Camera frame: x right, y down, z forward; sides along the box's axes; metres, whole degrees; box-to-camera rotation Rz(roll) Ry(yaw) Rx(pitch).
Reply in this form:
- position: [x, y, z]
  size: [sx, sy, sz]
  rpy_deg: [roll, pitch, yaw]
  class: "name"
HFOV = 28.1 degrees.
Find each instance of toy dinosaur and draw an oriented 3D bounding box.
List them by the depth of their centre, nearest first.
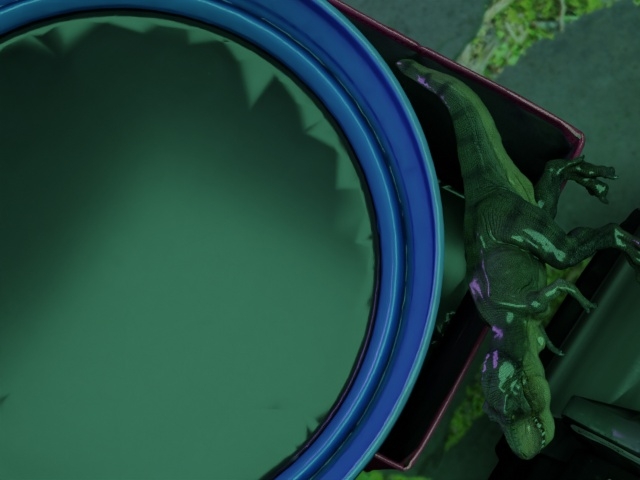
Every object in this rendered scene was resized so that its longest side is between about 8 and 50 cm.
- position: [0.129, -0.009, 0.762]
  size: [0.118, 0.064, 0.268]
  rpy_deg: [-5, 61, -11]
  class: "toy dinosaur"

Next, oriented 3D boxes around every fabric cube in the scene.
- position: [0.000, 0.000, 0.934]
  size: [0.259, 0.258, 0.254]
  rpy_deg: [29, 80, 2]
  class: "fabric cube"

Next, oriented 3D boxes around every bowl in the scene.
- position: [-0.125, 0.008, 0.758]
  size: [0.391, 0.077, 0.391]
  rpy_deg: [0, 79, -2]
  class: "bowl"

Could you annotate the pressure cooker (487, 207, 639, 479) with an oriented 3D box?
- position: [0.315, 0.162, 0.862]
  size: [0.369, 0.375, 0.420]
  rpy_deg: [35, 79, 1]
  class: "pressure cooker"
